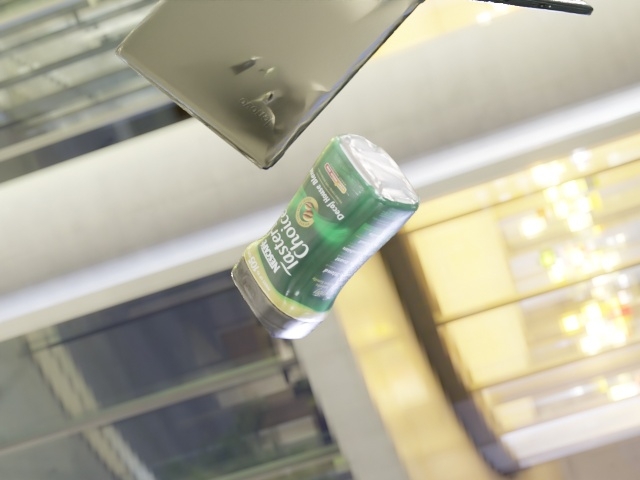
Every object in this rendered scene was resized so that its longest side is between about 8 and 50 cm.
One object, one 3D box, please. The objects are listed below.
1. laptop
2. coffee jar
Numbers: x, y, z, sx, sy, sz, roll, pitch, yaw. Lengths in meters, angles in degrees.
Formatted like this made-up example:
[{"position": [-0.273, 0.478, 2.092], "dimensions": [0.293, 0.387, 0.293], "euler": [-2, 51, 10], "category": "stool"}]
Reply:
[{"position": [0.033, -0.257, 1.933], "dimensions": [0.382, 0.408, 0.236], "euler": [39, 120, 47], "category": "laptop"}, {"position": [0.000, 0.000, 1.427], "dimensions": [0.079, 0.184, 0.096], "euler": [8, -142, -48], "category": "coffee jar"}]
